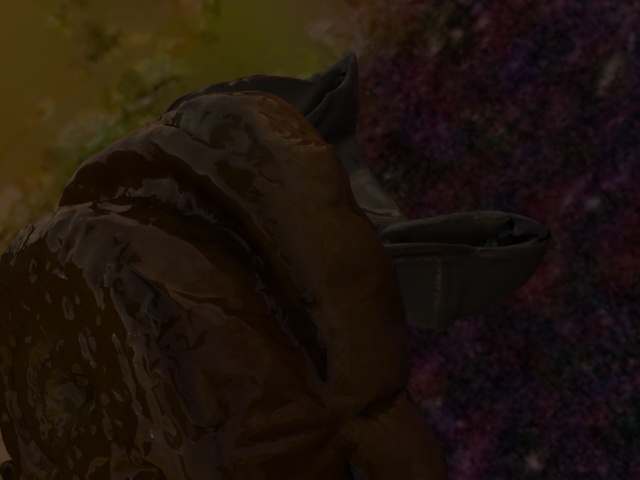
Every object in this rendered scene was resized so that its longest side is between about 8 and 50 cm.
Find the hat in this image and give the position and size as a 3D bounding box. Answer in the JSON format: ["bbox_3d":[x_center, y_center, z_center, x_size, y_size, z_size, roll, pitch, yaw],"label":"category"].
[{"bbox_3d":[0.005,-0.006,0.869,0.258,0.301,0.168,47,134,35],"label":"hat"}]

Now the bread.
[{"bbox_3d":[-0.043,0.069,0.424,0.120,0.236,0.198,-12,-8,-37],"label":"bread"}]
